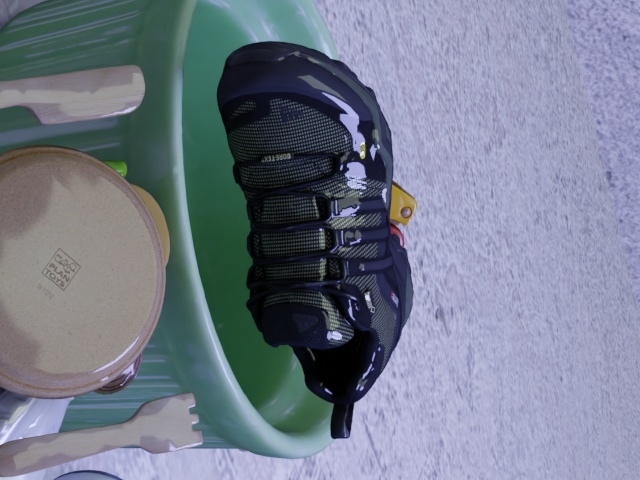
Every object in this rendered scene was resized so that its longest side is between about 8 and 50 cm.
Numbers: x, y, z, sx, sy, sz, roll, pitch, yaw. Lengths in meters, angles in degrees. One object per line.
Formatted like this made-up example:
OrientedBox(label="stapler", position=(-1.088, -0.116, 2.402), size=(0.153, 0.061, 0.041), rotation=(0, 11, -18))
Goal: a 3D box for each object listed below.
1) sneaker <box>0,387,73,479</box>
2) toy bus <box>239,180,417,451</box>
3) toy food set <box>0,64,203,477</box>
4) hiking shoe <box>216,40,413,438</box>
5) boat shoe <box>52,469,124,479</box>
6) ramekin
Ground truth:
OrientedBox(label="sneaker", position=(-0.179, 0.136, 0.939), size=(0.115, 0.090, 0.232), rotation=(74, 30, -41))
OrientedBox(label="toy bus", position=(-0.026, 0.015, 1.323), size=(0.104, 0.191, 0.202), rotation=(32, 50, -19))
OrientedBox(label="toy food set", position=(-0.130, 0.016, 0.922), size=(0.132, 0.038, 0.192), rotation=(-8, 88, -32))
OrientedBox(label="hiking shoe", position=(0.000, 0.000, 1.012), size=(0.114, 0.086, 0.227), rotation=(-79, 154, -47))
OrientedBox(label="boat shoe", position=(-0.106, 0.199, 1.108), size=(0.258, 0.095, 0.084), rotation=(76, 14, -47))
OrientedBox(label="ramekin", position=(-0.087, -0.017, 1.125), size=(0.303, 0.148, 0.303), rotation=(-7, 90, -69))
